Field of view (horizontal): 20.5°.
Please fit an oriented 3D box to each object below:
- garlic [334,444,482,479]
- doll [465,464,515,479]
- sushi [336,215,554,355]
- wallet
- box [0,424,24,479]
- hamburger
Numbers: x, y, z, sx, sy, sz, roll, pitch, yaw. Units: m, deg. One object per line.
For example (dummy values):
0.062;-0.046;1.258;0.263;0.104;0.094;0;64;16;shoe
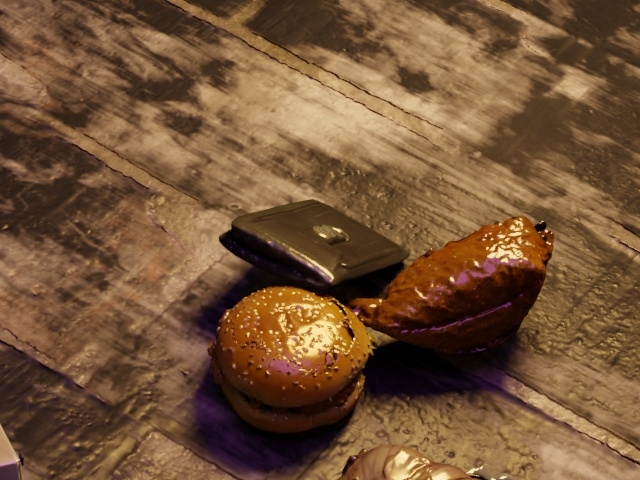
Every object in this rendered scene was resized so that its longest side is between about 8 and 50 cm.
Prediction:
0.091;0.333;1.854;0.245;0.160;0.245;-22;42;22;garlic
0.150;0.294;1.974;0.195;0.070;0.096;-1;51;3;doll
0.169;0.073;2.164;0.287;0.149;0.140;-28;31;1;sushi
0.000;0.000;2.207;0.168;0.052;0.245;25;20;21;wallet
-0.412;0.216;1.907;0.135;0.079;0.269;-12;30;-20;box
-0.040;0.131;2.080;0.191;0.118;0.182;33;45;30;hamburger
